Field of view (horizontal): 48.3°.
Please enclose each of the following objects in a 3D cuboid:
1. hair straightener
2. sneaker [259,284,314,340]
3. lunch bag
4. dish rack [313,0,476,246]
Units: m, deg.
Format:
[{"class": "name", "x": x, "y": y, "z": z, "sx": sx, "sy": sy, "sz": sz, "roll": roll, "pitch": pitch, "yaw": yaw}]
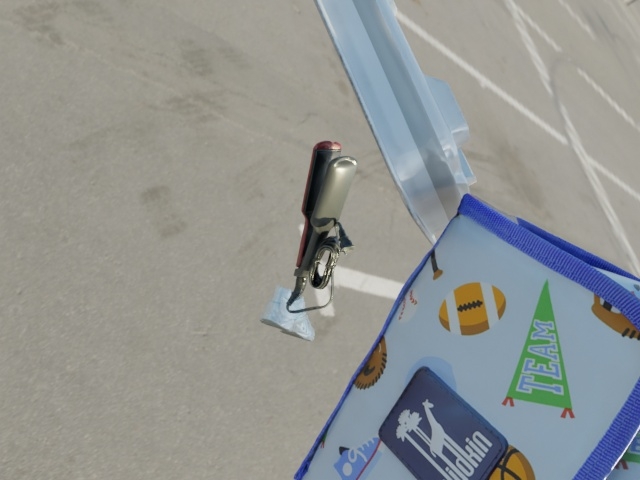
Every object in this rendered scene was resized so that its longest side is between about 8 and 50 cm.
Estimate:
[{"class": "hair straightener", "x": 0.000, "y": 0.000, "z": 0.871, "sx": 0.047, "sy": 0.230, "sz": 0.089, "roll": 1, "pitch": 30, "yaw": -33}, {"class": "sneaker", "x": -0.037, "y": 0.108, "z": 1.037, "sx": 0.152, "sy": 0.054, "sz": 0.061, "roll": 50, "pitch": 56, "yaw": -66}, {"class": "lunch bag", "x": 0.198, "y": 0.189, "z": 0.542, "sx": 0.385, "sy": 0.328, "sz": 0.239, "roll": 31, "pitch": 12, "yaw": 10}, {"class": "dish rack", "x": 0.057, "y": -0.165, "z": 0.645, "sx": 0.285, "sy": 0.072, "sz": 0.333, "roll": 31, "pitch": 36, "yaw": -74}]
